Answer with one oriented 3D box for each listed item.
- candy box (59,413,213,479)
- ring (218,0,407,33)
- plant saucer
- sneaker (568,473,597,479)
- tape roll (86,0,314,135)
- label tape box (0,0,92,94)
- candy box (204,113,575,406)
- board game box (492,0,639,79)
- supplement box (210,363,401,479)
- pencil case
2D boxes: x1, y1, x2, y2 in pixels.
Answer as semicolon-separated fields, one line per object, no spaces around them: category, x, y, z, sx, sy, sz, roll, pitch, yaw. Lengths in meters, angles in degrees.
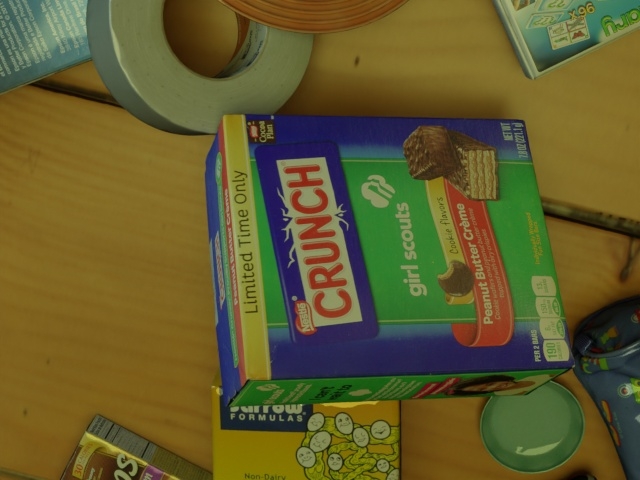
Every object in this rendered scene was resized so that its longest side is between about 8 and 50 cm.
candy box;-0.213;0.300;1.332;0.186;0.053;0.109;28;106;-3
ring;-0.015;-0.368;1.086;0.336;0.032;0.337;-1;93;-19
plant saucer;0.243;0.210;1.292;0.119;0.021;0.119;1;105;3
sneaker;0.214;0.333;1.296;0.234;0.084;0.097;-40;98;13
tape roll;-0.117;-0.214;1.116;0.219;0.072;0.219;-3;96;-29
label tape box;-0.383;-0.262;1.159;0.333;0.106;0.241;-19;104;9
candy box;0.058;0.017;1.088;0.317;0.122;0.268;-1;67;-15
board game box;0.306;-0.313;1.111;0.305;0.053;0.193;-25;103;4
supplement box;-0.008;0.289;1.241;0.194;0.195;0.357;0;105;4
pencil case;0.375;0.215;1.233;0.133;0.119;0.306;-25;102;-3
